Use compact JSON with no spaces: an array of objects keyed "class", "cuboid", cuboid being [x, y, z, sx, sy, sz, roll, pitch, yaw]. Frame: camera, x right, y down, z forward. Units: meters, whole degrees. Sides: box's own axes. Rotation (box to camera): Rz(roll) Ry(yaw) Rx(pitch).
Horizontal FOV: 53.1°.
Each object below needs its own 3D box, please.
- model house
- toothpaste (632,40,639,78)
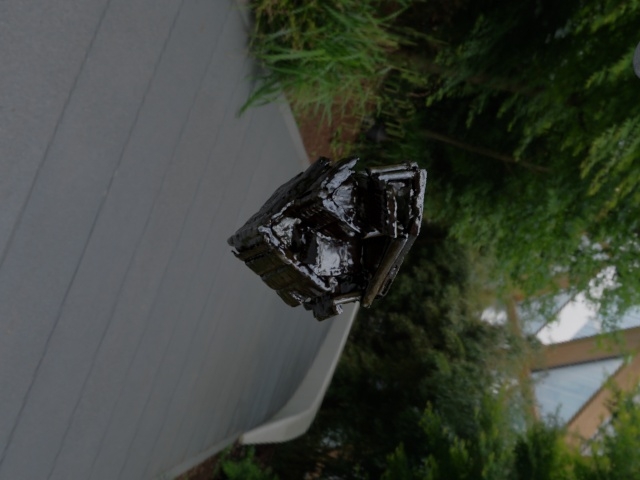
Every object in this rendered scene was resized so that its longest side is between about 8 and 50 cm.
[{"class":"model house","cuboid":[0.000,0.000,1.186,0.317,0.283,0.297,-15,-104,58]},{"class":"toothpaste","cuboid":[0.422,-0.125,0.650,0.114,0.299,0.073,-47,-140,28]}]
